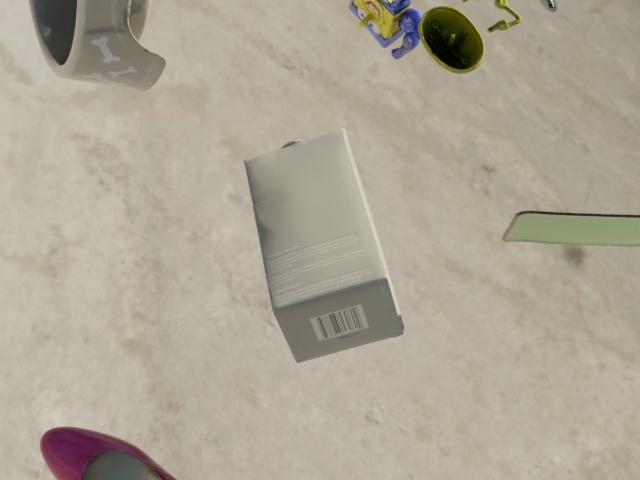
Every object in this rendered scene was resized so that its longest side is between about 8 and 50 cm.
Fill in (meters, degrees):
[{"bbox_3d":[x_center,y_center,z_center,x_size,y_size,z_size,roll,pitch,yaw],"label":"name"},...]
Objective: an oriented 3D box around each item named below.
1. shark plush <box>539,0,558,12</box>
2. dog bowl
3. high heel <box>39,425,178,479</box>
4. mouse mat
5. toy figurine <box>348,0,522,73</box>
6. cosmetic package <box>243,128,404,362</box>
[{"bbox_3d":[0.431,-0.465,1.850,0.161,0.073,0.067,-60,135,-83],"label":"shark plush"},{"bbox_3d":[-0.266,-0.343,1.139,0.102,0.348,0.348,-8,55,-25],"label":"dog bowl"},{"bbox_3d":[-0.188,0.260,1.012,0.244,0.117,0.082,37,71,6],"label":"high heel"},{"bbox_3d":[0.283,-0.010,0.995,0.190,0.152,0.007,1,80,4],"label":"mouse mat"},{"bbox_3d":[0.155,-0.419,1.760,0.191,0.217,0.362,-39,83,-20],"label":"toy figurine"},{"bbox_3d":[0.000,0.000,1.078,0.127,0.107,0.238,-16,45,5],"label":"cosmetic package"}]
